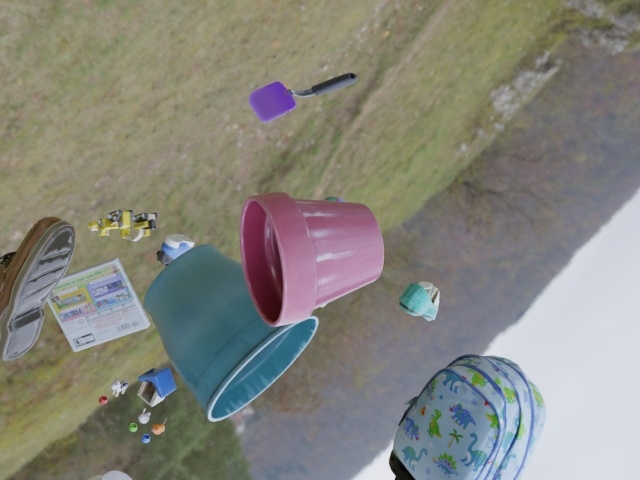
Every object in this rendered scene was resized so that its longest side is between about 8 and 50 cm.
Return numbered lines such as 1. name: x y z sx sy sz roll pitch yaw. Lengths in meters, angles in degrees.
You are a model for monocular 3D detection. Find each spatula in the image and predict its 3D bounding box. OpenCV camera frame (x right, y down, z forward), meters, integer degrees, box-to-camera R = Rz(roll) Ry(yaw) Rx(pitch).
1. spatula: -0.030 -0.339 1.851 0.296 0.084 0.030 -23 161 -35

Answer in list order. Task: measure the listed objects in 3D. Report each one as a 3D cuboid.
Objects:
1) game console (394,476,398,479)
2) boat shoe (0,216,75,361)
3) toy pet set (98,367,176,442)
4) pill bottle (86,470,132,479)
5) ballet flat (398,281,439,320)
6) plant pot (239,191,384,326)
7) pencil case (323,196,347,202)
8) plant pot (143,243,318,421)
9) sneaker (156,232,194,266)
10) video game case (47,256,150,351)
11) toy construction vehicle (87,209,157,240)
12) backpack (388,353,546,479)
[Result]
1. game console: 0.224 0.580 1.986 0.122 0.071 0.107 -29 -148 17
2. boat shoe: -0.515 0.069 1.382 0.307 0.104 0.110 -57 164 26
3. toy pet set: -0.308 0.276 1.452 0.114 0.122 0.065 -28 150 -57
4. pill bottle: -0.542 0.665 1.965 0.264 0.146 0.146 -50 174 29
5. ballet flat: 0.257 0.147 2.019 0.087 0.083 0.247 -54 161 3
6. plant pot: -0.010 0.017 1.264 0.180 0.201 0.201 -11 158 -23
7. pencil case: 0.000 0.000 1.956 0.236 0.104 0.104 -59 -179 -36
8. plant pot: -0.188 0.153 1.545 0.271 0.255 0.272 -41 164 -15
9. sneaker: -0.402 0.030 2.242 0.085 0.058 0.152 -61 173 8
10. video game case: -0.556 0.160 2.020 0.212 0.193 0.023 -19 -162 10
11. toy construction vehicle: -0.287 -0.019 1.199 0.098 0.035 0.086 -14 173 40
12. backpack: 0.305 0.404 1.688 0.355 0.290 0.273 -51 137 9
